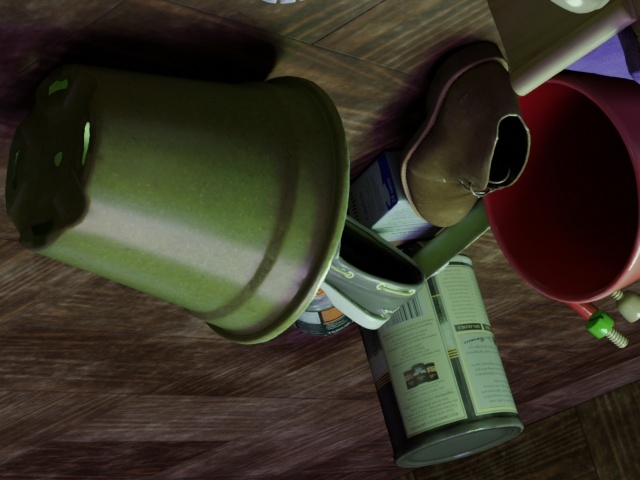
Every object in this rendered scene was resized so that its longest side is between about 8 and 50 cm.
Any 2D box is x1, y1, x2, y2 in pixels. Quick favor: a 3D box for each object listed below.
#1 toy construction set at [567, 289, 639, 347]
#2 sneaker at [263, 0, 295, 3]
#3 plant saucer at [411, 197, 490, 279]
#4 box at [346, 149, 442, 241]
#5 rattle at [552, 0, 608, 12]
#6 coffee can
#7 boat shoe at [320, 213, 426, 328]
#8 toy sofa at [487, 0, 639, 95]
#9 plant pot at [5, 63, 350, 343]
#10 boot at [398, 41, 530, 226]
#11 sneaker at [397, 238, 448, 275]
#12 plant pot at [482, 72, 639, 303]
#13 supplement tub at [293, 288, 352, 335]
[{"bbox_3d":[0.413,-0.022,2.229,0.237,0.257,0.309,37,119,-13],"label":"toy construction set"},{"bbox_3d":[0.028,-0.256,1.385,0.190,0.071,0.083,-14,156,-5],"label":"sneaker"},{"bbox_3d":[0.201,-0.025,2.128,0.241,0.037,0.241,-40,179,-1],"label":"plant saucer"},{"bbox_3d":[0.111,-0.056,2.036,0.126,0.072,0.137,-6,159,-29],"label":"box"},{"bbox_3d":[0.207,-0.276,1.393,0.143,0.130,0.199,-25,155,36],"label":"rattle"},{"bbox_3d":[0.175,0.184,2.476,0.201,0.275,0.201,-14,162,-5],"label":"coffee can"},{"bbox_3d":[0.000,-0.003,1.951,0.091,0.109,0.305,-36,126,27],"label":"boat shoe"},{"bbox_3d":[0.352,-0.192,1.667,0.362,0.177,0.150,2,155,-45],"label":"toy sofa"},{"bbox_3d":[-0.153,-0.055,1.573,0.254,0.276,0.276,14,148,-36],"label":"plant pot"},{"bbox_3d":[0.165,-0.084,1.837,0.112,0.115,0.305,-19,153,-16],"label":"boot"},{"bbox_3d":[0.108,0.048,2.365,0.075,0.063,0.170,4,149,-47],"label":"sneaker"},{"bbox_3d":[0.365,-0.081,1.909,0.243,0.275,0.275,-14,164,-32],"label":"plant pot"},{"bbox_3d":[-0.004,0.053,2.194,0.117,0.117,0.190,-15,162,-1],"label":"supplement tub"}]
